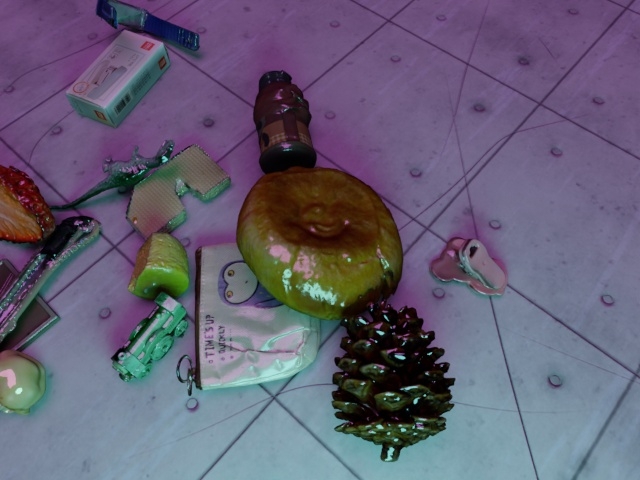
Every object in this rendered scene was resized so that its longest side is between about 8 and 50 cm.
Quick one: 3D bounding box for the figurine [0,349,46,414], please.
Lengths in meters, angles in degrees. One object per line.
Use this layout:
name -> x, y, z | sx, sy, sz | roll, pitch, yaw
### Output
figurine -> -0.616, 0.281, 0.950 | 0.196, 0.108, 0.114 | -22, 59, -7

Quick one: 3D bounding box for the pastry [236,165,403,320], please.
pastry -> 0.000, 0.000, 1.026 | 0.355, 0.164, 0.356 | 11, 52, -14

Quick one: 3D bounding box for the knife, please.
knife -> -0.600, 0.078, 1.078 | 0.089, 0.043, 0.365 | 21, 59, 12

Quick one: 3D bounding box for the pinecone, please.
pinecone -> 0.125, 0.239, 0.894 | 0.224, 0.224, 0.273 | 3, 65, 2

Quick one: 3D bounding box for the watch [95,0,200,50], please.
watch -> -0.505, -0.579, 1.347 | 0.274, 0.068, 0.276 | 33, 22, 26

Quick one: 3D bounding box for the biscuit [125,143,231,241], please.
biscuit -> -0.340, -0.111, 1.192 | 0.147, 0.046, 0.250 | 39, 69, 21

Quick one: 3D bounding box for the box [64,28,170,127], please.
box -> -0.530, -0.433, 1.354 | 0.135, 0.079, 0.269 | 23, 64, 13

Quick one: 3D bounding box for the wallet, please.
wallet -> -0.138, 0.140, 1.033 | 0.274, 0.068, 0.335 | -1, 58, -7

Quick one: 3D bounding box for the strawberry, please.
strawberry -> -0.658, -0.085, 1.126 | 0.236, 0.190, 0.111 | 25, 34, 14

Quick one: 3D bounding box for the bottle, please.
bottle -> -0.094, -0.283, 1.236 | 0.156, 0.143, 0.271 | -28, 60, 31

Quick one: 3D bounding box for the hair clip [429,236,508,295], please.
hair clip -> 0.323, 0.061, 1.098 | 0.138, 0.102, 0.123 | 41, 67, -15

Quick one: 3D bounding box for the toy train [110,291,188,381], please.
toy train -> -0.330, 0.191, 0.995 | 0.071, 0.105, 0.178 | 31, 67, 12

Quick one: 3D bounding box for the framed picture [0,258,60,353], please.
framed picture -> -0.716, 0.192, 1.047 | 0.211, 0.020, 0.289 | 38, 69, 19

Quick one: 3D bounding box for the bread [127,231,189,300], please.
bread -> -0.329, 0.059, 1.060 | 0.111, 0.129, 0.114 | 22, 47, -37

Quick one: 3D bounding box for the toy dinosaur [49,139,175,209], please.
toy dinosaur -> -0.492, -0.154, 1.210 | 0.383, 0.076, 0.129 | -26, 30, 15
